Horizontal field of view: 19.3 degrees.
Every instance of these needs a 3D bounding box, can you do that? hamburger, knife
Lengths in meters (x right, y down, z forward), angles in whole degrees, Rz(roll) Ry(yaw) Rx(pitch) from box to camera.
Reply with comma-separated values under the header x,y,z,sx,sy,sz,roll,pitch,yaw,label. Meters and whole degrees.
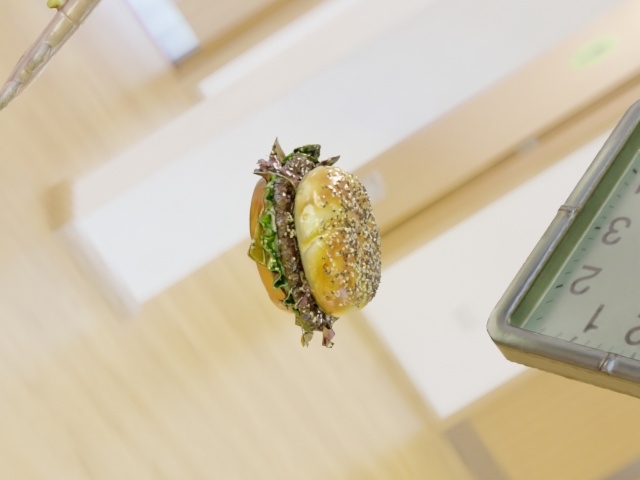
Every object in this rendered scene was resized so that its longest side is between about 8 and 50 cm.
x,y,z,sx,sy,sz,roll,pitch,yaw,label
-0.001,-0.004,1.684,0.164,0.093,0.189,53,31,-55,hamburger
-0.145,-0.256,1.507,0.038,0.398,0.132,39,20,-12,knife

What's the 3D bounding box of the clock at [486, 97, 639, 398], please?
x,y,z,sx,sy,sz,roll,pitch,yaw,label
0.295,0.006,1.449,0.273,0.279,0.049,14,-28,48,clock
